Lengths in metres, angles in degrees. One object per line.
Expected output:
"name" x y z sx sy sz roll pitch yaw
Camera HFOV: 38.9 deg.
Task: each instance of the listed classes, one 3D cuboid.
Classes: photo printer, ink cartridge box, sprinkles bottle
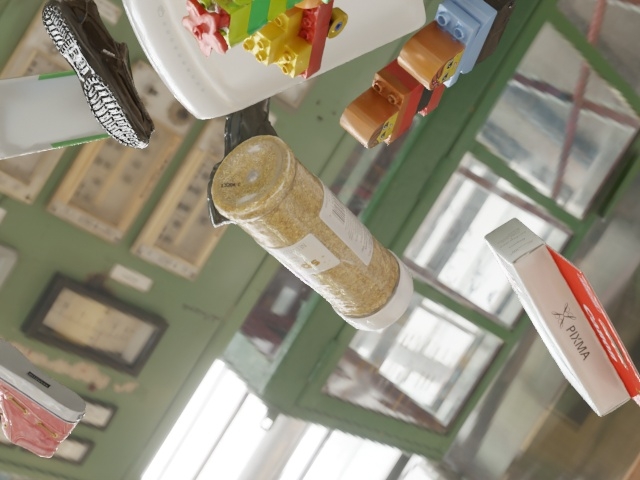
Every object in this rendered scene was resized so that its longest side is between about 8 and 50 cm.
"photo printer" -0.058 -0.288 0.967 0.107 0.307 0.256 44 156 59
"ink cartridge box" 0.337 0.121 1.211 0.275 0.060 0.239 57 -176 -18
"ink cartridge box" -0.516 -0.213 1.532 0.211 0.122 0.289 -18 -164 -36
"sprinkles bottle" 0.000 0.000 1.227 0.121 0.121 0.355 35 174 43

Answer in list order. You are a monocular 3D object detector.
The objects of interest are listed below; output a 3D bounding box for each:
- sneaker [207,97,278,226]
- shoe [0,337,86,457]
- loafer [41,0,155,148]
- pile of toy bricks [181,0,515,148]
"sneaker" -0.103 -0.136 1.507 0.130 0.286 0.109 6 148 5
"shoe" -0.378 0.188 1.105 0.178 0.081 0.063 36 -170 -2
"loafer" -0.273 -0.225 1.189 0.080 0.078 0.220 -4 120 49
"pile of toy bricks" -0.004 -0.102 0.302 0.118 0.105 0.212 42 152 16
